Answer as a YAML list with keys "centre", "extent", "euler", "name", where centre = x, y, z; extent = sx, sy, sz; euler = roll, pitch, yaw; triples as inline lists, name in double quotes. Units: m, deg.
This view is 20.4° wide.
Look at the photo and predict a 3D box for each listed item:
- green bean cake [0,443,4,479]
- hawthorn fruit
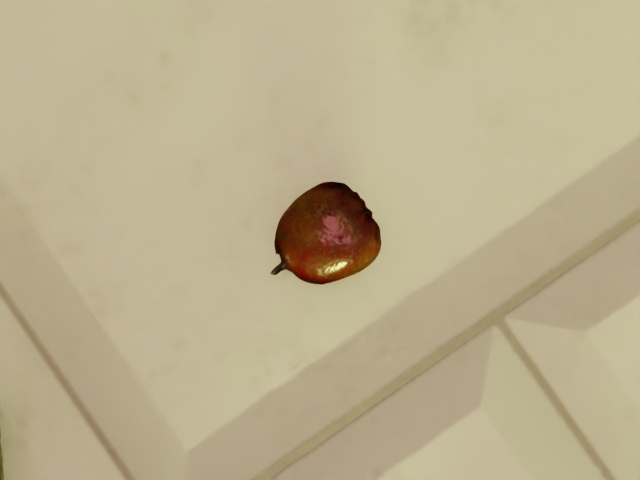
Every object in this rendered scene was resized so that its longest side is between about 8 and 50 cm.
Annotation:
- centre: [-0.265, 0.186, 1.227]
  extent: [0.085, 0.109, 0.179]
  euler: [-4, 85, -2]
  name: "green bean cake"
- centre: [0.005, -0.003, 1.266]
  extent: [0.077, 0.077, 0.077]
  euler: [0, 85, 0]
  name: "hawthorn fruit"
